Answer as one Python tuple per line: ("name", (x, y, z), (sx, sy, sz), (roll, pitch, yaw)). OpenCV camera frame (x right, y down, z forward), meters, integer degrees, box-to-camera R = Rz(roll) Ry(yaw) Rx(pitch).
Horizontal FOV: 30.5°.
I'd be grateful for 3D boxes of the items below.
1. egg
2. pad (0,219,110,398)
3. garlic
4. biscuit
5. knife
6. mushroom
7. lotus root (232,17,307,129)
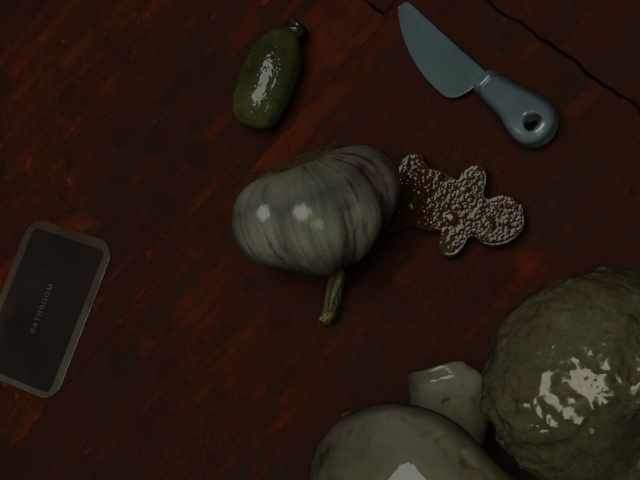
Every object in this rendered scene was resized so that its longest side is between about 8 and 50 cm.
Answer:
("egg", (0.330, 0.160, 1.382), (0.310, 0.279, 0.279), (-30, 63, -22))
("pad", (-0.444, 0.107, 1.871), (0.176, 0.002, 0.266), (17, 83, 25))
("garlic", (0.000, 0.000, 1.630), (0.245, 0.245, 0.253), (-7, 108, 20))
("biscuit", (0.190, -0.042, 1.638), (0.205, 0.031, 0.138), (16, 86, 26))
("knife", (0.207, -0.235, 1.684), (0.331, 0.044, 0.080), (43, 101, 32))
("mushroom", (0.143, 0.292, 1.450), (0.298, 0.297, 0.290), (18, 57, 25))
("lotus root", (-0.076, -0.256, 1.778), (0.090, 0.077, 0.183), (23, 87, 25))
